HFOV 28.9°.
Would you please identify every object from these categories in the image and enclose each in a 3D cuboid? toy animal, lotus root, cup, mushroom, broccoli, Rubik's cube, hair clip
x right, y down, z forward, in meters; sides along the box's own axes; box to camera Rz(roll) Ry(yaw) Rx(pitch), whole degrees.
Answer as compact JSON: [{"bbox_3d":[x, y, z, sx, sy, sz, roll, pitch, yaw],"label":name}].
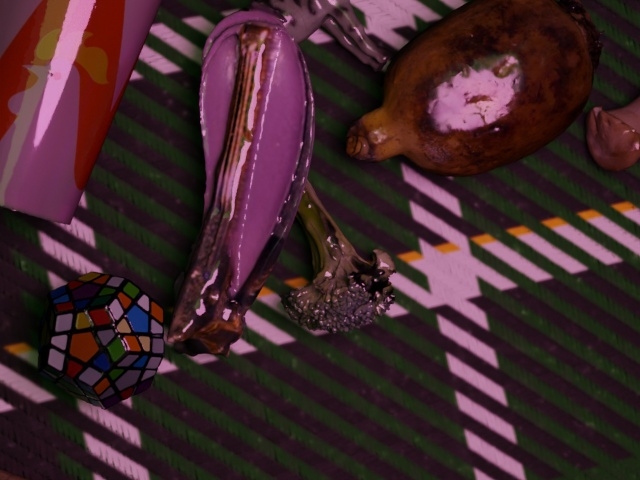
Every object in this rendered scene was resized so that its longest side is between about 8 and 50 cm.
[{"bbox_3d":[0.000,-0.230,1.289,0.170,0.090,0.255,33,77,2],"label":"toy animal"},{"bbox_3d":[0.168,-0.158,1.280,0.314,0.141,0.169,-30,94,-11],"label":"lotus root"},{"bbox_3d":[-0.261,-0.170,1.193,0.203,0.203,0.289,17,89,-8],"label":"cup"},{"bbox_3d":[0.384,-0.149,1.346,0.212,0.088,0.097,-29,71,-5],"label":"mushroom"},{"bbox_3d":[-0.001,0.000,1.267,0.122,0.118,0.204,-24,73,1],"label":"broccoli"},{"bbox_3d":[-0.212,0.096,1.199,0.112,0.133,0.133,-25,90,31],"label":"Rubik's cube"},{"bbox_3d":[-0.080,-0.053,1.223,0.095,0.110,0.359,15,90,-37],"label":"hair clip"}]

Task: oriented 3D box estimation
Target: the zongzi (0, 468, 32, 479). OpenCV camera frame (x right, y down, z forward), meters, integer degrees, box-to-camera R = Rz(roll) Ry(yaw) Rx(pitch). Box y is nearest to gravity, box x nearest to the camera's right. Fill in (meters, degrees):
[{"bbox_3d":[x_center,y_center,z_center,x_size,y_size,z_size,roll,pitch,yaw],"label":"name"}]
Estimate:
[{"bbox_3d":[-0.258,0.363,1.168,0.289,0.123,0.260,18,81,-8],"label":"zongzi"}]
